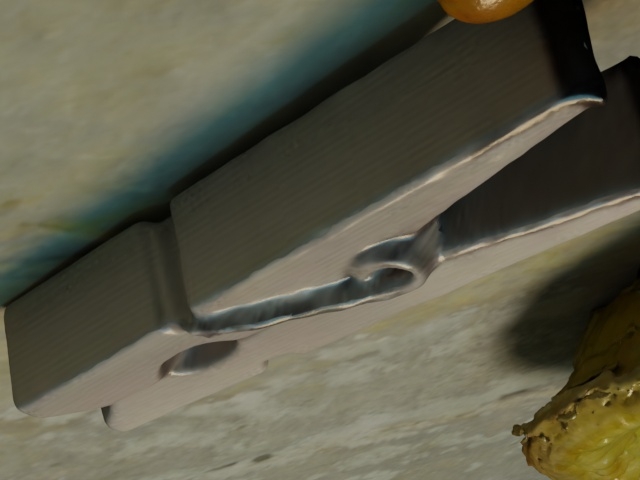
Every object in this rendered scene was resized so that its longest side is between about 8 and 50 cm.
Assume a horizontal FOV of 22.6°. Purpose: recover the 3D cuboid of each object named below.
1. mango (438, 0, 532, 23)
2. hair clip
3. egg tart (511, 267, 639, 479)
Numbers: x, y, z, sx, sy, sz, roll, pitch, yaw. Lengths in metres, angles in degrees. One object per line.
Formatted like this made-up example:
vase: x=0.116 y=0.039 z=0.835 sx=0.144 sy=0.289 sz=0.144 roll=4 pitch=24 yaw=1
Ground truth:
mango: x=0.073 y=-0.120 z=0.598 sx=0.060 sy=0.046 sz=0.089 roll=3 pitch=134 yaw=-46
hair clip: x=-0.001 y=-0.004 z=0.733 sx=0.330 sy=0.085 sz=0.101 roll=-26 pitch=154 yaw=28
egg tart: x=0.280 y=0.083 z=1.064 sx=0.314 sy=0.120 sz=0.315 roll=-7 pitch=159 yaw=-3
